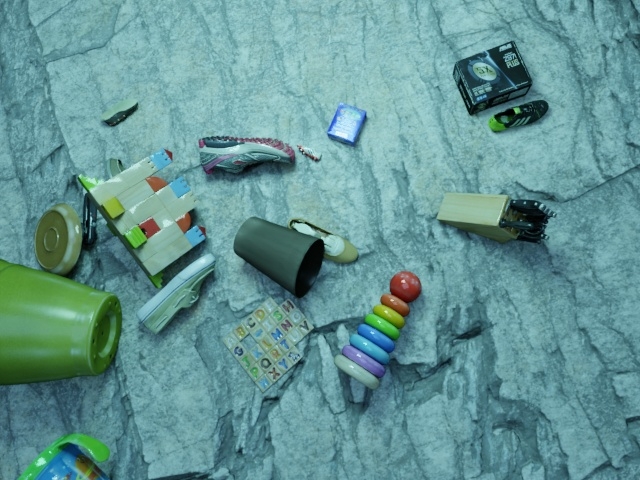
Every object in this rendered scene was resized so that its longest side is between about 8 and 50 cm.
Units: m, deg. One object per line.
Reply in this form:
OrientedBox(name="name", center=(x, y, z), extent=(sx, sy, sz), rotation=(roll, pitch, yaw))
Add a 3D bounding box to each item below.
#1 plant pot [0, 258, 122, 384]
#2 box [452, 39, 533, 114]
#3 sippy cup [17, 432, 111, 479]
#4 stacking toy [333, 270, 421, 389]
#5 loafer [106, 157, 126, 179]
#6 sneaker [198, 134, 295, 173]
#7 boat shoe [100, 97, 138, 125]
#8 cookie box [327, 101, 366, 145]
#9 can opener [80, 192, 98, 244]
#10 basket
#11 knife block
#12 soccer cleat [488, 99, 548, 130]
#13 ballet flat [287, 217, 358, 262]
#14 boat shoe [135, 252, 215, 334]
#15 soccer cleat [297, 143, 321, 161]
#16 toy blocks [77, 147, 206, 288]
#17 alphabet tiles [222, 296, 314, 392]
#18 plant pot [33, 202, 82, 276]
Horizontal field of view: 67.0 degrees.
OrientedBox(name="plant pot", center=(-0.781, 0.251, 1.378), extent=(0.352, 0.366, 0.367), rotation=(7, 81, -2))
OrientedBox(name="box", center=(0.504, -0.478, 1.426), extent=(0.179, 0.077, 0.148), rotation=(-19, 77, 5))
OrientedBox(name="sippy cup", center=(-0.699, 0.704, 1.337), extent=(0.224, 0.306, 0.240), rotation=(35, 43, 3))
OrientedBox(name="stacking toy", center=(0.177, 0.234, 1.334), extent=(0.141, 0.141, 0.331), rotation=(31, 79, 12))
OrientedBox(name="loafer", center=(-0.592, -0.158, 1.537), extent=(0.087, 0.094, 0.251), rotation=(-29, 87, -7))
OrientedBox(name="sneaker", center=(-0.224, -0.261, 1.492), extent=(0.298, 0.121, 0.112), rotation=(4, 110, 8))
OrientedBox(name="boat shoe", center=(-0.664, -0.430, 1.615), extent=(0.132, 0.042, 0.049), rotation=(-29, 57, 3))
OrientedBox(name="cookie box", center=(0.081, -0.357, 1.488), extent=(0.091, 0.040, 0.107), rotation=(22, 84, 11))
OrientedBox(name="can opener", center=(-0.745, -0.073, 1.556), extent=(0.059, 0.073, 0.186), rotation=(-4, 70, 16))
OrientedBox(name="basket", center=(-0.123, 0.032, 1.390), extent=(0.226, 0.205, 0.154), rotation=(27, 44, 19))
OrientedBox(name="knife block", center=(0.460, -0.072, 1.277), extent=(0.275, 0.242, 0.088), rotation=(21, 83, 12))
OrientedBox(name="soccer cleat", center=(0.576, -0.365, 1.397), extent=(0.178, 0.072, 0.060), rotation=(-19, 78, 5))
OrientedBox(name="ballet flat", center=(0.000, 0.000, 1.420), extent=(0.232, 0.073, 0.080), rotation=(25, 83, 12))
OrientedBox(name="boat shoe", center=(-0.416, 0.160, 1.452), extent=(0.302, 0.109, 0.094), rotation=(-41, 92, 9))
OrientedBox(name="soccer cleat", center=(-0.035, -0.278, 1.500), extent=(0.083, 0.029, 0.036), rotation=(34, 78, 10))
OrientedBox(name="toy blocks", center=(-0.483, -0.087, 1.436), extent=(0.260, 0.190, 0.382), rotation=(-39, 106, -26))
OrientedBox(name="alphabet tiles", center=(-0.143, 0.291, 1.424), extent=(0.237, 0.009, 0.198), rotation=(-42, 77, 0))
OrientedBox(name="plant pot", center=(-0.837, -0.002, 1.524), extent=(0.236, 0.032, 0.237), rotation=(-3, 83, 30))
